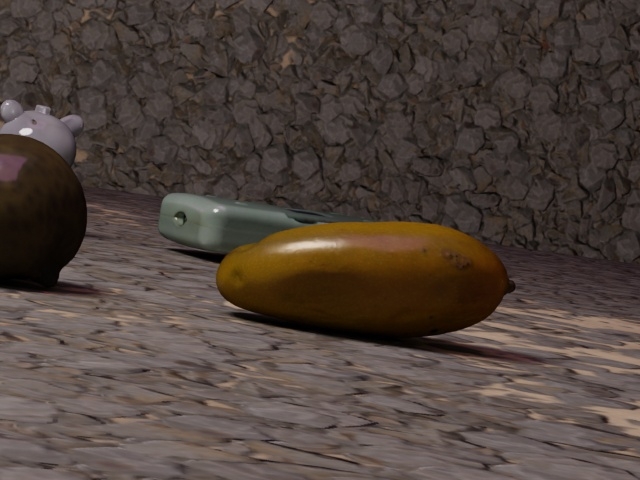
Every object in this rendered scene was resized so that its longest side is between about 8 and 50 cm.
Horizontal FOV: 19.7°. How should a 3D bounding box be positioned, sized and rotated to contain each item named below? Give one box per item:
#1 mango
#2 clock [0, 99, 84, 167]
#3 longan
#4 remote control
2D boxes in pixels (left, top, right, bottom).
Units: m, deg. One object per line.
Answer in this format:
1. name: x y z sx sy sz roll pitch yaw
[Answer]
1. mango: 0.028 0.023 1.166 0.190 0.075 0.098 4 -13 1
2. clock: -0.301 -0.071 1.675 0.176 0.117 0.080 6 3 -34
3. longan: -0.196 -0.017 1.176 0.113 0.092 0.113 51 9 -11
4. remote control: 0.000 0.000 1.756 0.296 0.056 0.140 8 4 -27
